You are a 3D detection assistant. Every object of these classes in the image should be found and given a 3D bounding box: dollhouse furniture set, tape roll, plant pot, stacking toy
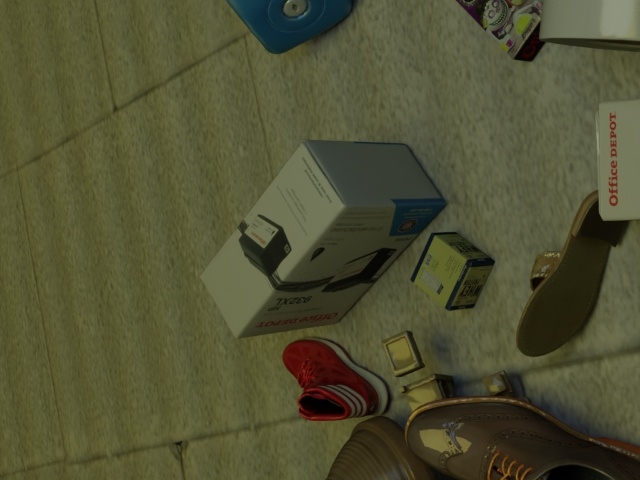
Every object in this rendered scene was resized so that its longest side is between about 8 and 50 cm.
[{"bbox_3d":[0.204,0.200,1.614,0.161,0.101,0.182,-25,73,17],"label":"dollhouse furniture set"},{"bbox_3d":[0.378,-0.302,1.280,0.246,0.246,0.169,13,102,44],"label":"tape roll"},{"bbox_3d":[0.078,0.386,1.654,0.237,0.110,0.237,46,145,46],"label":"plant pot"},{"bbox_3d":[-0.074,-0.464,1.809,0.166,0.175,0.301,-29,50,13],"label":"stacking toy"}]

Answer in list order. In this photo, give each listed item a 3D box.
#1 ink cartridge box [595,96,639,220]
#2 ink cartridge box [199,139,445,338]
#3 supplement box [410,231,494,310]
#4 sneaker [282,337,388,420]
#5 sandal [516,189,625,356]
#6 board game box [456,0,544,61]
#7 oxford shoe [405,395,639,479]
[{"bbox_3d":[0.438,-0.099,1.341,0.203,0.086,0.148,0,92,46],"label":"ink cartridge box"},{"bbox_3d":[0.000,0.000,1.687,0.307,0.223,0.129,-50,60,35],"label":"ink cartridge box"},{"bbox_3d":[0.188,0.043,1.619,0.083,0.056,0.083,40,119,36],"label":"supplement box"},{"bbox_3d":[-0.010,0.215,1.776,0.221,0.128,0.087,20,106,42],"label":"sneaker"},{"bbox_3d":[0.321,0.036,1.493,0.240,0.088,0.079,-66,19,16],"label":"sandal"},{"bbox_3d":[0.301,-0.435,1.490,0.208,0.056,0.347,56,128,33],"label":"board game box"},{"bbox_3d":[0.262,0.284,1.445,0.364,0.133,0.130,9,98,28],"label":"oxford shoe"}]
